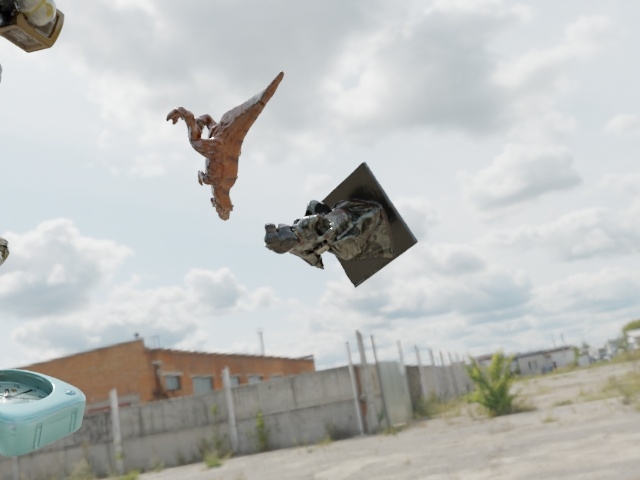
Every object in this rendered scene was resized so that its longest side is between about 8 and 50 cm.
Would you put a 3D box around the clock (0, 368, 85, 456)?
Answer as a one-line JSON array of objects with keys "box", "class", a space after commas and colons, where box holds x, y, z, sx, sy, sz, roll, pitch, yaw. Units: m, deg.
[{"box": [-0.668, 0.354, 1.419, 0.273, 0.094, 0.223, 14, 7, 21], "class": "clock"}]

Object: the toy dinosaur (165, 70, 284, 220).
[{"box": [-0.219, -0.220, 1.391, 0.097, 0.208, 0.432, -38, -20, -39], "class": "toy dinosaur"}]

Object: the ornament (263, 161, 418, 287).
[{"box": [0.000, 0.000, 0.994, 0.196, 0.153, 0.166, -17, -19, -46], "class": "ornament"}]

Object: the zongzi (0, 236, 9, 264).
[{"box": [-0.782, 0.066, 1.461, 0.194, 0.099, 0.197, -46, 24, -10], "class": "zongzi"}]

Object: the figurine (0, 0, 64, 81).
[{"box": [-0.447, -0.404, 0.946, 0.260, 0.382, 0.186, 3, -12, 28], "class": "figurine"}]
